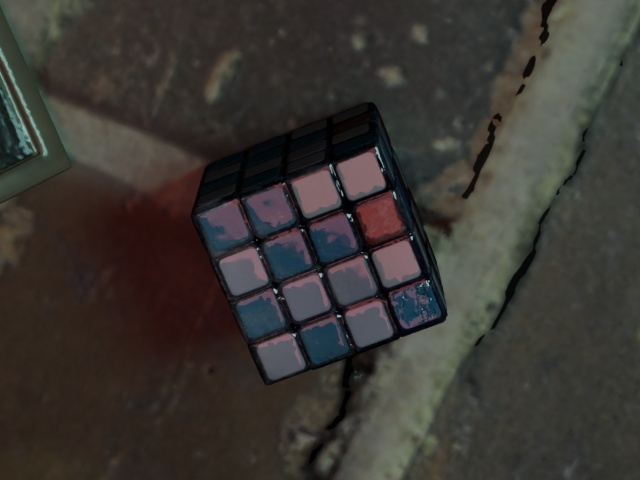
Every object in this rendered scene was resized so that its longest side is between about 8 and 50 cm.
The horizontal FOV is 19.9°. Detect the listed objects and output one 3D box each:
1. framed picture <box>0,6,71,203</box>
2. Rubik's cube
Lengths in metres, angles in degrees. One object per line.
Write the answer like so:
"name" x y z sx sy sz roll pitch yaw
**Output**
"framed picture" -0.237 -0.107 0.817 0.184 0.016 0.250 -29 106 -28
"Rubik's cube" 0.000 0.000 0.858 0.092 0.092 0.092 -21 105 7
